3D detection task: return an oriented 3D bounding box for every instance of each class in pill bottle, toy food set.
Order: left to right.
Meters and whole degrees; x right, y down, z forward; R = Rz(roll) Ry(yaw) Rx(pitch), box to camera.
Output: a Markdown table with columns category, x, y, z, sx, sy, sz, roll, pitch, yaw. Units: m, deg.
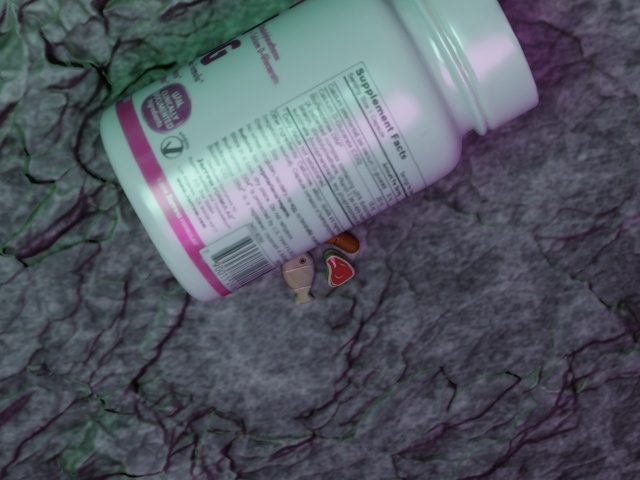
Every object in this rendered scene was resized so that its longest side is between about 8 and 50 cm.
| category | x | y | z | sx | sy | sz | roll | pitch | yaw |
| --- | --- | --- | --- | --- | --- | --- | --- | --- | --- |
| toy food set | 0.000 | 0.000 | 1.209 | 0.078 | 0.019 | 0.122 | -21 | 129 | -3 |
| pill bottle | 0.001 | -0.088 | 1.055 | 0.283 | 0.160 | 0.160 | -28 | 129 | 2 |
